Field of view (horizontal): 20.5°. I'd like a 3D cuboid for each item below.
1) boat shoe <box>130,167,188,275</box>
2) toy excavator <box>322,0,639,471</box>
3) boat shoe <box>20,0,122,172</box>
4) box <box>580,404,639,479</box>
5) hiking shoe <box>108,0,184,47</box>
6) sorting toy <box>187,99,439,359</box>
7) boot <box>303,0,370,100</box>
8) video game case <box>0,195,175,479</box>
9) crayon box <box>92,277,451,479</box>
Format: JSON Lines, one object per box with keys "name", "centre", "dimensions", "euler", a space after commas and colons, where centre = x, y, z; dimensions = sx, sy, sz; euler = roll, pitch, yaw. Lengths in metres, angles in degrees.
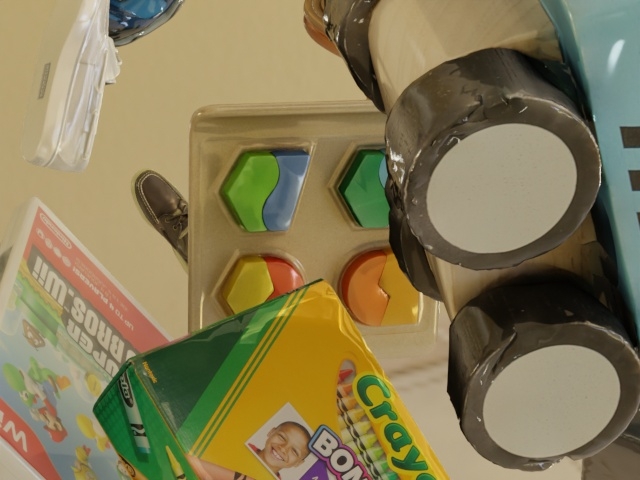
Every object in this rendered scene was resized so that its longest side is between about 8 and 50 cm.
{"name": "boat shoe", "centre": [-0.154, -0.018, 1.985], "dimensions": [0.056, 0.152, 0.049], "euler": [-45, 22, -22]}
{"name": "toy excavator", "centre": [0.231, -0.140, 0.975], "dimensions": [0.445, 0.433, 0.222], "euler": [-18, 34, -1]}
{"name": "boat shoe", "centre": [-0.206, -0.148, 1.534], "dimensions": [0.063, 0.184, 0.066], "euler": [18, -16, -32]}
{"name": "box", "centre": [0.423, 0.071, 1.478], "dimensions": [0.293, 0.212, 0.395], "euler": [21, 69, 16]}
{"name": "hiking shoe", "centre": [-0.139, -0.316, 1.744], "dimensions": [0.113, 0.132, 0.304], "euler": [43, 75, 3]}
{"name": "sorting toy", "centre": [0.000, 0.000, 1.285], "dimensions": [0.193, 0.208, 0.038], "euler": [-3, 21, -16]}
{"name": "boot", "centre": [0.069, -0.132, 1.745], "dimensions": [0.283, 0.220, 0.109], "euler": [11, 48, -29]}
{"name": "video game case", "centre": [-0.166, 0.108, 1.260], "dimensions": [0.025, 0.204, 0.285], "euler": [-34, 23, 18]}
{"name": "crayon box", "centre": [-0.002, 0.179, 1.133], "dimensions": [0.165, 0.081, 0.278], "euler": [-22, 74, -37]}
